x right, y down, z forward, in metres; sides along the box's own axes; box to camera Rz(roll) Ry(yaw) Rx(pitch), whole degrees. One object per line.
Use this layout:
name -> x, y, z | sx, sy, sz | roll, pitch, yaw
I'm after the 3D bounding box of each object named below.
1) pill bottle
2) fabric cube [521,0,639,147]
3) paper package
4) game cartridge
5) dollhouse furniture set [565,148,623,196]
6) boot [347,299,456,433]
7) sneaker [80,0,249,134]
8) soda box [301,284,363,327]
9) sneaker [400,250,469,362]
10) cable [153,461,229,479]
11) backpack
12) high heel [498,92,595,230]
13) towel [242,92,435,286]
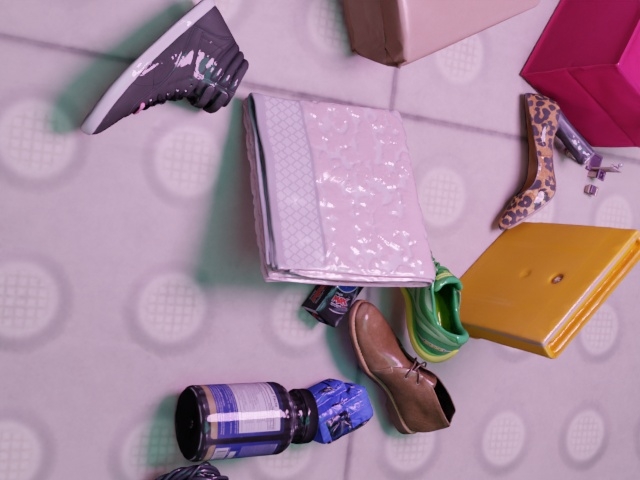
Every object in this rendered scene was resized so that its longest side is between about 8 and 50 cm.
pill bottle -> -0.119, 0.297, 1.391 | 0.219, 0.122, 0.123 | 3, 94, -30
fabric cube -> 0.612, -0.358, 1.655 | 0.258, 0.259, 0.254 | 37, 78, -28
paper package -> 0.194, -0.499, 1.425 | 0.324, 0.168, 0.310 | -27, 122, -24
game cartridge -> 0.388, 0.078, 1.537 | 0.285, 0.323, 0.053 | -44, 111, -18
dollhouse furniture set -> 0.569, -0.153, 1.753 | 0.114, 0.081, 0.091 | 22, 84, -29
boot -> 0.152, 0.227, 1.525 | 0.305, 0.115, 0.112 | 60, 44, -23
sneaker -> -0.223, -0.231, 1.287 | 0.147, 0.104, 0.296 | 49, 68, -19
soda box -> 0.044, 0.070, 1.494 | 0.053, 0.060, 0.169 | 42, 75, -25
sneaker -> 0.197, 0.068, 1.511 | 0.109, 0.123, 0.296 | -6, 71, -41
cable -> -0.228, 0.436, 1.376 | 0.150, 0.047, 0.185 | 14, 108, -17
backpack -> 0.030, 0.296, 1.489 | 0.120, 0.098, 0.101 | -20, 101, -25
high heel -> 0.402, -0.160, 1.676 | 0.261, 0.093, 0.186 | -44, 96, -9
towel -> 0.033, -0.085, 1.398 | 0.316, 0.053, 0.332 | 3, 67, -29
